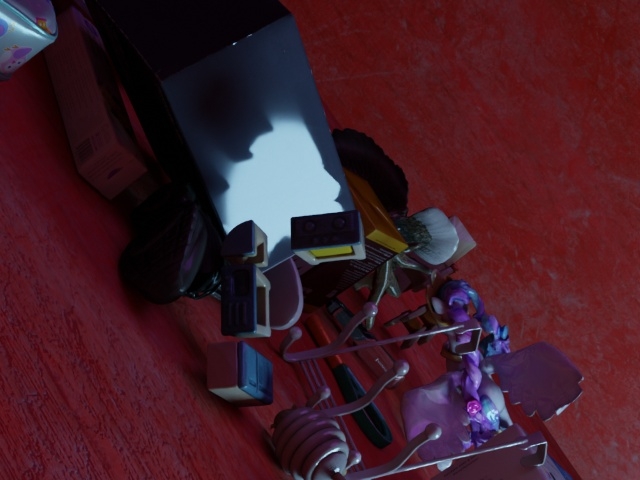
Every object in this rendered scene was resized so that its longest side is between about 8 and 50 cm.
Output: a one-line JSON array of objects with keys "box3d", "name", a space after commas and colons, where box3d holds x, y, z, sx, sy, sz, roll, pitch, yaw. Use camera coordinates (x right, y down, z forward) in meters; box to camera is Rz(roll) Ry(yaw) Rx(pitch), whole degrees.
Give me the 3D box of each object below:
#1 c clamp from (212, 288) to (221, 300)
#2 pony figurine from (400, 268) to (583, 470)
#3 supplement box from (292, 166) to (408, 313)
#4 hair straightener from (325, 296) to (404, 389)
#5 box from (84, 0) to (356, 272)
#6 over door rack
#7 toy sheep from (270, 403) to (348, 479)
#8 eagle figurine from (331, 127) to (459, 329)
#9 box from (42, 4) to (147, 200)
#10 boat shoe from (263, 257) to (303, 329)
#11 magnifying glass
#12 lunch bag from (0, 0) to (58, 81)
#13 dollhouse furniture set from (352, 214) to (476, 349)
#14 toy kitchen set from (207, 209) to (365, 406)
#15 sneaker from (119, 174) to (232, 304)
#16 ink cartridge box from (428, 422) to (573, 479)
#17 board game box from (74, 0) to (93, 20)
[{"box3d": [-0.144, 0.039, 1.810, 0.137, 0.022, 0.160, 30, 27, -54], "name": "c clamp"}, {"box3d": [0.268, 0.262, 2.330, 0.351, 0.303, 0.363, -114, -175, -48], "name": "pony figurine"}, {"box3d": [0.000, 0.000, 2.072, 0.129, 0.194, 0.191, 58, 11, 16], "name": "supplement box"}, {"box3d": [0.050, 0.151, 2.268, 0.230, 0.047, 0.089, 45, 5, -20], "name": "hair straightener"}, {"box3d": [-0.131, -0.183, 1.745, 0.312, 0.179, 0.343, 52, -13, 45], "name": "box"}, {"box3d": [0.133, 0.198, 1.849, 0.324, 0.108, 0.239, -1, 44, -27], "name": "over door rack"}, {"box3d": [-0.009, 0.241, 1.571, 0.132, 0.091, 0.091, 39, 1, 33], "name": "toy sheep"}, {"box3d": [0.066, -0.035, 2.304, 0.225, 0.226, 0.298, 41, 9, -31], "name": "eagle figurine"}, {"box3d": [-0.292, -0.180, 1.723, 0.063, 0.067, 0.324, 45, 12, -43], "name": "box"}, {"box3d": [-0.095, 0.017, 1.905, 0.267, 0.096, 0.088, 53, 8, 27], "name": "boat shoe"}, {"box3d": [0.042, 0.211, 2.055, 0.231, 0.026, 0.092, 57, 11, 22], "name": "magnifying glass"}, {"box3d": [-0.418, -0.316, 1.481, 0.224, 0.108, 0.279, 31, 23, -53], "name": "lunch bag"}, {"box3d": [0.167, 0.046, 2.524, 0.262, 0.135, 0.259, 55, -25, -2], "name": "dollhouse furniture set"}, {"box3d": [-0.033, 0.071, 1.533, 0.122, 0.166, 0.207, 48, 38, -69], "name": "toy kitchen set"}, {"box3d": [-0.155, 0.017, 1.599, 0.130, 0.109, 0.286, 55, 11, -17], "name": "sneaker"}, {"box3d": [0.290, 0.445, 1.916, 0.198, 0.197, 0.270, 44, 15, -42], "name": "ink cartridge box"}, {"box3d": [-0.329, -0.458, 1.999, 0.390, 0.050, 0.390, 48, 33, -67], "name": "board game box"}]
